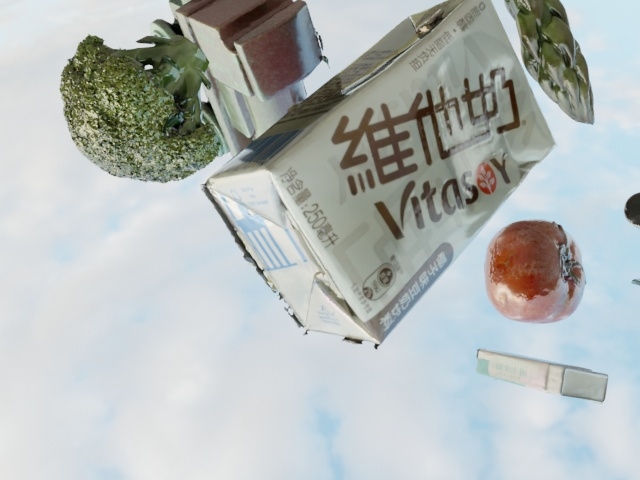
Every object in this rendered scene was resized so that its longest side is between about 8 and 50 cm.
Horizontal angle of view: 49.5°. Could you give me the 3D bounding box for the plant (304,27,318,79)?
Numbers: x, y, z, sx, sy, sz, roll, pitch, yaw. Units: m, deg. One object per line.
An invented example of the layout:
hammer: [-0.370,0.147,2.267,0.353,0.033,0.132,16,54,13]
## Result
plant: [-0.085,-0.364,1.413,0.194,0.132,0.129,-51,-164,-16]

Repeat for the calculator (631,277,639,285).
calculator: [0.684,0.073,1.339,0.172,0.018,0.057,-7,-171,-21]

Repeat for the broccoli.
broccoli: [-0.136,-0.104,0.537,0.120,0.130,0.131,-49,-158,-10]

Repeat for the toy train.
toy train: [-0.088,-0.197,0.897,0.150,0.304,0.221,-39,-130,-19]

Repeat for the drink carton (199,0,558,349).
drink carton: [0.073,-0.075,0.683,0.324,0.194,0.132,-44,-156,-26]

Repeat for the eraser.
eraser: [0.366,0.225,1.176,0.095,0.052,0.225,13,173,-22]

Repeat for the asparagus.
asparagus: [0.298,-0.279,0.930,0.080,0.287,0.080,-29,-171,5]

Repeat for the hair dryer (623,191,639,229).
hair dryer: [0.399,-0.001,0.727,0.154,0.054,0.106,40,-156,29]

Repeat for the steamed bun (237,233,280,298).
steamed bun: [0.000,0.000,1.577,0.334,0.312,0.233,12,-128,-37]

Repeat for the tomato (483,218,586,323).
tomato: [0.450,0.068,1.478,0.188,0.232,0.232,-13,-157,44]
